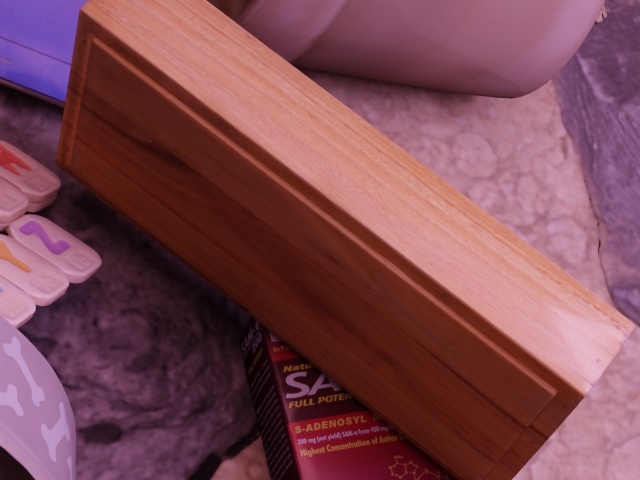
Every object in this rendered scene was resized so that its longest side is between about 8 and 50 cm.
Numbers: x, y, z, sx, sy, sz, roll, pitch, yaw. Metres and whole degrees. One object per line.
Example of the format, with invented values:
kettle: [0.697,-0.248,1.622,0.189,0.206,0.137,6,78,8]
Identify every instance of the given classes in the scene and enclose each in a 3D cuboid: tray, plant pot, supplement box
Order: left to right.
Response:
tray: [0.000,0.000,1.184,0.411,0.203,0.076,38,60,8]
supplement box: [0.032,0.160,1.269,0.130,0.073,0.239,-7,65,-19]
plant pot: [0.075,-0.255,1.383,0.280,0.323,0.323,21,59,-24]

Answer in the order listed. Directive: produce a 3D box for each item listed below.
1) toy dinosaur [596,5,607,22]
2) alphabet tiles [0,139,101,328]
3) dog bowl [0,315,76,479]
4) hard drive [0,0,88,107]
toy dinosaur: [0.234,-0.291,1.566,0.093,0.053,0.183,-23,72,-23]
alphabet tiles: [-0.296,-0.040,1.205,0.278,0.021,0.284,33,22,6]
dog bowl: [-0.309,0.131,1.043,0.349,0.348,0.102,15,48,-8]
hard drive: [-0.197,-0.274,1.368,0.210,0.040,0.318,21,84,-5]
